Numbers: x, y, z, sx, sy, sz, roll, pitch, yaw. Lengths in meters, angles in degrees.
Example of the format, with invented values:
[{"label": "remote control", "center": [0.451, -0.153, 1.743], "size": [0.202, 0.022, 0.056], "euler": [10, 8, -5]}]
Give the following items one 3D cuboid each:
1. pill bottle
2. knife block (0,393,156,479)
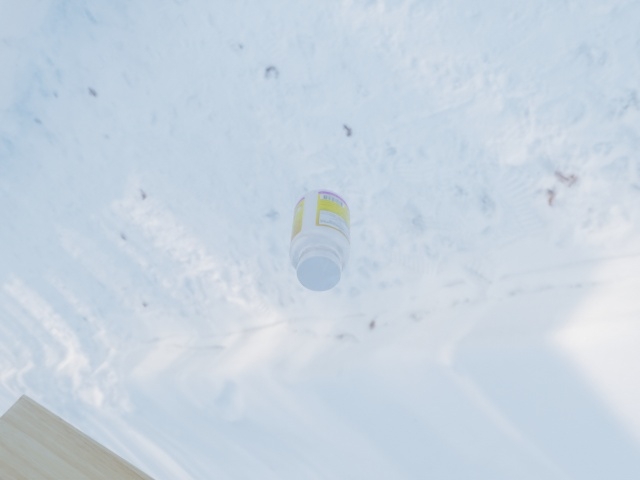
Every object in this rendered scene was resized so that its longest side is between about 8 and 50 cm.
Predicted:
[{"label": "pill bottle", "center": [0.000, 0.000, 0.507], "size": [0.044, 0.083, 0.043], "euler": [1, 123, 2]}, {"label": "knife block", "center": [-0.131, 0.256, 0.565], "size": [0.242, 0.088, 0.275], "euler": [-7, 107, 9]}]
